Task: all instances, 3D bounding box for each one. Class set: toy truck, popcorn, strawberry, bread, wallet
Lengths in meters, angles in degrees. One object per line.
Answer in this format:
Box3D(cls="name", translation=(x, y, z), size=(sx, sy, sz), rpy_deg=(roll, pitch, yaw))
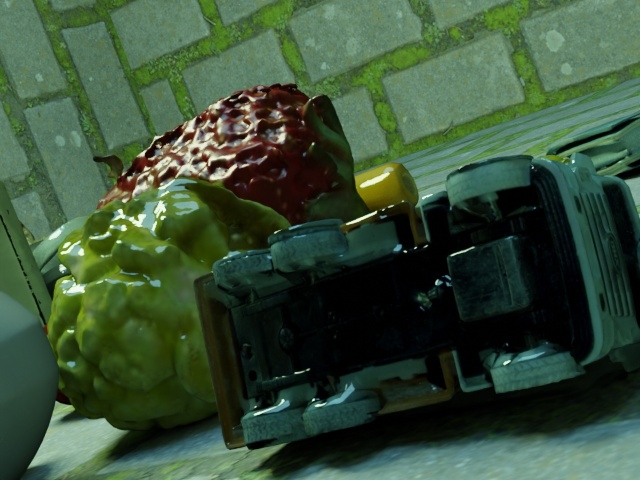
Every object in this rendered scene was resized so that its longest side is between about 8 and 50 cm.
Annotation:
Box3D(cls="toy truck", translation=(0.090, 0.039, 0.769), size=(0.338, 0.133, 0.184), rpy_deg=(-19, -11, 39))
Box3D(cls="popcorn", translation=(-0.126, 0.053, 1.068), size=(0.259, 0.212, 0.259), rpy_deg=(-28, 8, 4))
Box3D(cls="strawberry", translation=(-0.118, -0.031, 1.344), size=(0.343, 0.292, 0.292), rpy_deg=(-5, 8, 10))
Box3D(cls="bread", translation=(0.050, -0.057, 2.050), size=(0.239, 0.092, 0.074), rpy_deg=(-20, 31, 26))
Box3D(cls="wallet", translation=(0.435, -0.143, 1.553), size=(0.250, 0.075, 0.176), rpy_deg=(-23, 0, -23))

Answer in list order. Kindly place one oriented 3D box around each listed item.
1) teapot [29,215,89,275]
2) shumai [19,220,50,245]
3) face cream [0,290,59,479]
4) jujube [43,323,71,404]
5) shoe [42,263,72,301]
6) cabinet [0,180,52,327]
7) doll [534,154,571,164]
Box3D(cls="teapot", translation=(-0.438, 0.064, 2.005), size=(0.337, 0.200, 0.270), rpy_deg=(-29, -21, -41))
Box3D(cls="shumai", translation=(-0.503, 0.110, 2.244), size=(0.262, 0.267, 0.314), rpy_deg=(7, 32, -10))
Box3D(cls="face cream", translation=(-0.358, 0.143, 0.931), size=(0.312, 0.219, 0.357), rpy_deg=(-23, 2, -5))
Box3D(cls="jujube", translation=(-0.232, 0.126, 1.279), size=(0.176, 0.109, 0.112), rpy_deg=(-6, 50, 41))
Box3D(cls="shoe", translation=(-0.311, 0.105, 1.782), size=(0.108, 0.093, 0.241), rpy_deg=(-33, -33, 28))
Box3D(cls="cabinet", translation=(-0.572, 0.116, 1.657), size=(0.227, 0.290, 0.318), rpy_deg=(-10, 15, 44))
Box3D(cls="doll", translation=(0.258, -0.072, 1.536), size=(0.106, 0.062, 0.162), rpy_deg=(-37, 12, -25))
